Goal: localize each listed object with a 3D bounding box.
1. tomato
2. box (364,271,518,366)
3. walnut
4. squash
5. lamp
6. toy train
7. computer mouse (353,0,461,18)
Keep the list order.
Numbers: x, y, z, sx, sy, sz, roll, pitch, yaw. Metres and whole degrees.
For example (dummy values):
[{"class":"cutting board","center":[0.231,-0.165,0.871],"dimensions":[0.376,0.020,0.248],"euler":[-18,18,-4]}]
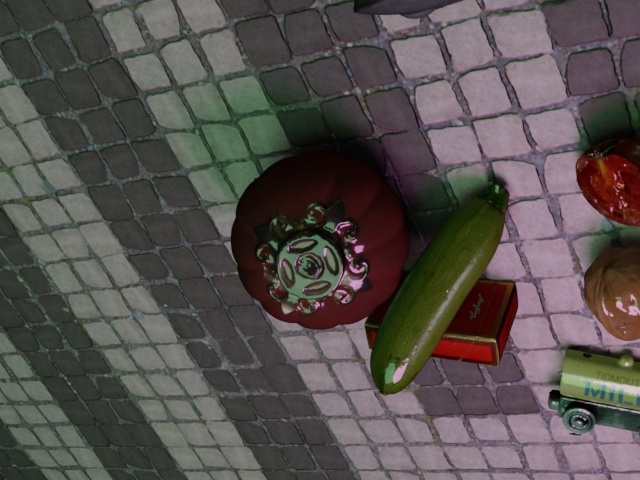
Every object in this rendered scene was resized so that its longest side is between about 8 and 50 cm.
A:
[{"class":"tomato","center":[0.465,-0.099,1.589],"dimensions":[0.139,0.091,0.159],"euler":[57,157,-13]},{"class":"box","center":[0.215,0.134,1.872],"dimensions":[0.239,0.153,0.074],"euler":[5,127,23]},{"class":"walnut","center":[0.499,0.085,1.699],"dimensions":[0.166,0.149,0.166],"euler":[31,169,7]},{"class":"squash","center":[0.193,0.077,1.753],"dimensions":[0.107,0.107,0.395],"euler":[30,96,-1]},{"class":"lamp","center":[0.000,0.000,1.773],"dimensions":[0.303,0.257,0.303],"euler":[2,109,6]},{"class":"toy train","center":[0.536,0.272,1.881],"dimensions":[0.253,0.105,0.157],"euler":[10,118,20]},{"class":"computer mouse","center":[0.200,-0.386,1.392],"dimensions":[0.374,0.203,0.114],"euler":[-38,82,38]}]
